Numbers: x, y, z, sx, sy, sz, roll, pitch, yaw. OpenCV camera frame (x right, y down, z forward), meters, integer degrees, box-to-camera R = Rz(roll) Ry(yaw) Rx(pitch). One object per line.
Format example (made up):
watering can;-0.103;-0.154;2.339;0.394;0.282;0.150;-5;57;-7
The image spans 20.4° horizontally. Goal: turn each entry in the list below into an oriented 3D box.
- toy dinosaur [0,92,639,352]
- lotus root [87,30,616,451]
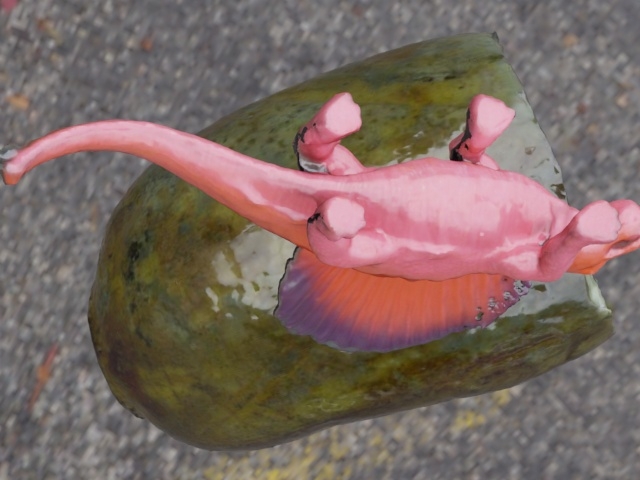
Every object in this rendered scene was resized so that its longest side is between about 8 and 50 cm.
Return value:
toy dinosaur;0.002;0.004;0.750;0.286;0.139;0.070;1;58;-15
lotus root;0.009;0.014;1.231;0.346;0.250;0.250;-21;64;11
